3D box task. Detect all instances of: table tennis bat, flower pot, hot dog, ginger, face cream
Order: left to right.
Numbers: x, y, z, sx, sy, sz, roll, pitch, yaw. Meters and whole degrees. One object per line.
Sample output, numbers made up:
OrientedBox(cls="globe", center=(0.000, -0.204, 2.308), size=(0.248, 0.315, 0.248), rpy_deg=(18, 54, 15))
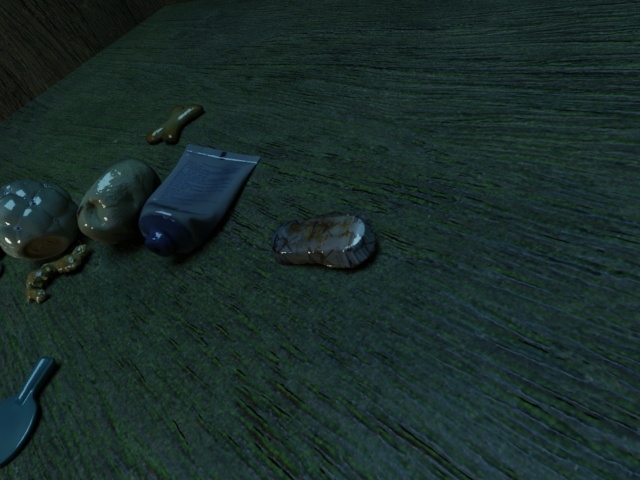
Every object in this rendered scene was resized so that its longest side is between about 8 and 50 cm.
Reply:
OrientedBox(cls="table tennis bat", center=(-0.657, 0.367, 0.980), size=(0.153, 0.040, 0.244), rpy_deg=(-1, 53, 27))
OrientedBox(cls="flower pot", center=(-0.855, -0.059, 1.358), size=(0.246, 0.246, 0.195), rpy_deg=(-29, 73, 0))
OrientedBox(cls="ginger", center=(-0.771, 0.089, 1.303), size=(0.176, 0.052, 0.193), rpy_deg=(0, 50, 21))
OrientedBox(cls="face cream", center=(-0.344, -0.127, 1.229), size=(0.235, 0.137, 0.420), rpy_deg=(11, 48, 10))
OrientedBox(cls="hot dog", center=(0.000, 0.000, 0.967), size=(0.253, 0.069, 0.131), rpy_deg=(-2, 57, 30))

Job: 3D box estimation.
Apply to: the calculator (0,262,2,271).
OrientedBox(cls="calculator", center=(-1.147, 0.170, 1.432), size=(0.184, 0.042, 0.295), rpy_deg=(25, 63, 42))

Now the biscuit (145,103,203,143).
OrientedBox(cls="biscuit", center=(-0.555, -0.444, 1.715), size=(0.164, 0.047, 0.208), rpy_deg=(6, 53, 34))

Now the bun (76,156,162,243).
OrientedBox(cls="bun", center=(-0.553, -0.105, 1.279), size=(0.273, 0.168, 0.273), rpy_deg=(-52, 10, 14))
